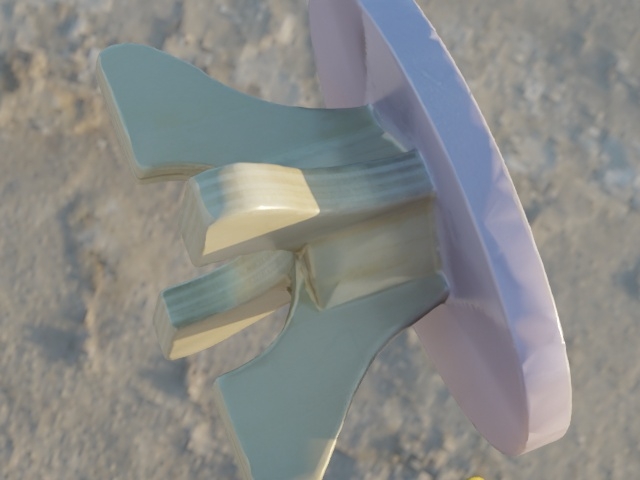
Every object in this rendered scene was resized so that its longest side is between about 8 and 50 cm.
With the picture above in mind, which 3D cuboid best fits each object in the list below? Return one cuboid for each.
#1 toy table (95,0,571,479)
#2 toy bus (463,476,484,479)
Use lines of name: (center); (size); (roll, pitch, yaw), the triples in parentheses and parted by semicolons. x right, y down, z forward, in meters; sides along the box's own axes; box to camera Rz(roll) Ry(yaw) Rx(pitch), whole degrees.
toy table: (0.000, 0.000, 0.940); (0.161, 0.252, 0.274); (-19, 65, -14)
toy bus: (0.027, 0.250, 0.840); (0.220, 0.149, 0.211); (-25, 57, -7)
